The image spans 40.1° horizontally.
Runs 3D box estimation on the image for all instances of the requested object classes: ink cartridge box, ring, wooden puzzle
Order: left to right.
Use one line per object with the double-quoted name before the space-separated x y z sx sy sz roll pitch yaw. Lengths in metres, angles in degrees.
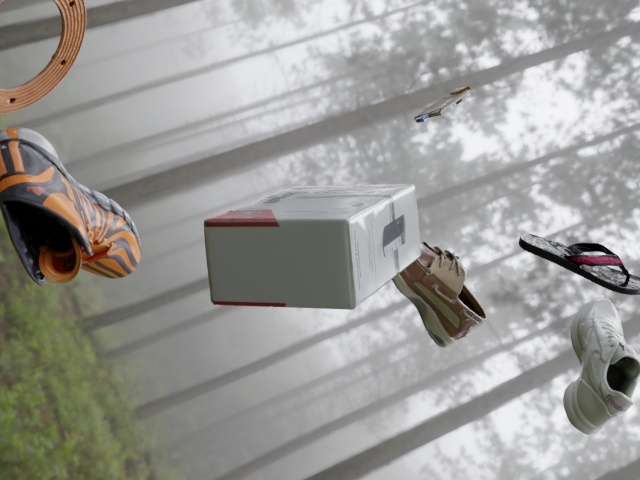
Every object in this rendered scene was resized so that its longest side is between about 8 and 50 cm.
"ring" -0.618 -0.408 1.778 0.032 0.336 0.336 37 -32 20
"ink cartridge box" 0.000 0.000 1.162 0.197 0.273 0.114 0 -79 23
"wooden puzzle" 0.188 -0.207 1.351 0.014 0.116 0.078 60 -20 -12

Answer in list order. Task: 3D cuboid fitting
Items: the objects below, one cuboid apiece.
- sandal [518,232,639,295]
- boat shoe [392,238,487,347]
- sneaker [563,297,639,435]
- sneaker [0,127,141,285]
"sandal" 0.346 0.023 1.133 0.179 0.067 0.040 24 -70 8
"boat shoe" 0.203 0.058 1.578 0.324 0.116 0.123 53 22 -37
"sneaker" 0.542 0.217 1.624 0.114 0.305 0.152 32 -44 -11
"sneaker" -0.340 0.005 1.188 0.321 0.124 0.180 50 11 -52
